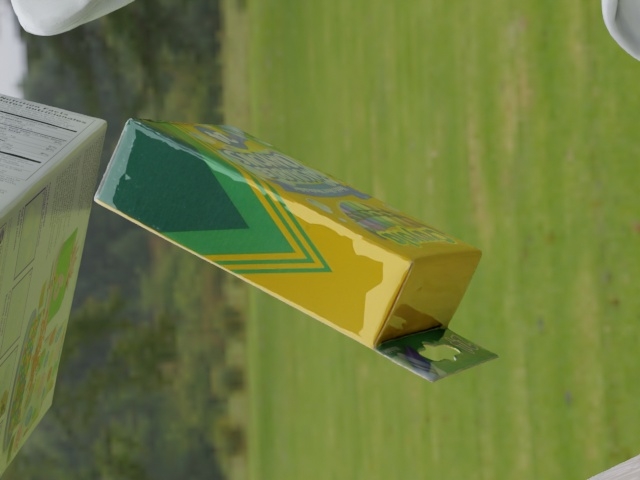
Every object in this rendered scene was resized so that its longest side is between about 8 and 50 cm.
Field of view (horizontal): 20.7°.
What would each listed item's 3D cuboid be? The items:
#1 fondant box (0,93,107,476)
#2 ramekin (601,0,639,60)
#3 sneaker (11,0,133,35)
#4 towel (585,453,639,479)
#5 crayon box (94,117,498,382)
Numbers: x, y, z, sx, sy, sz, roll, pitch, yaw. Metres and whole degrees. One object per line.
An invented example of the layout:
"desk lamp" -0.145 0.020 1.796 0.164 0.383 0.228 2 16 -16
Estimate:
"fondant box" -0.245 0.051 1.191 0.330 0.096 0.238 -65 -11 -73
"ramekin" 0.375 -0.253 1.495 0.273 0.273 0.127 104 169 -65
"sneaker" -0.151 -0.229 1.414 0.080 0.212 0.094 62 173 4
"towel" 0.271 0.170 1.244 0.317 0.332 0.053 -30 79 48
"crayon box" 0.000 0.000 1.468 0.083 0.323 0.203 -65 -18 11
